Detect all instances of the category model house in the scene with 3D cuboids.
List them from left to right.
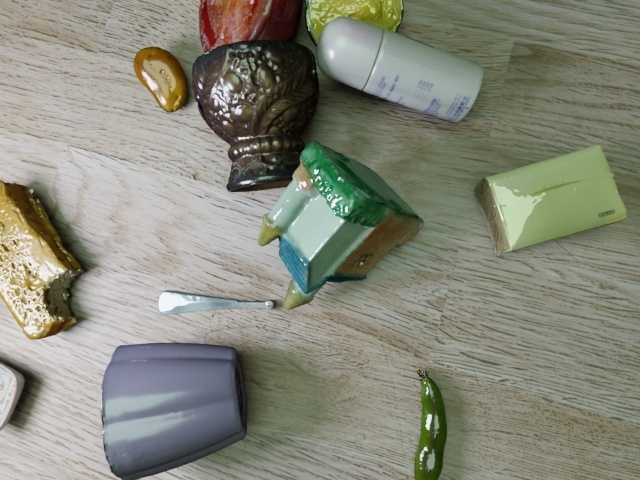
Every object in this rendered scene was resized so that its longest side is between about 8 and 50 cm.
[{"bbox_3d":[0.000,0.000,0.942,0.325,0.267,0.194,-52,58,18],"label":"model house"}]

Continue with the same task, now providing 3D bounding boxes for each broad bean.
[{"bbox_3d":[0.230,0.402,0.949,0.065,0.046,0.255,2,82,14],"label":"broad bean"}]

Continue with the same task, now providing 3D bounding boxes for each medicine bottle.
[{"bbox_3d":[0.156,-0.361,0.958,0.340,0.130,0.131,16,86,-7],"label":"medicine bottle"}]

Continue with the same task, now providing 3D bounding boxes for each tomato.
[{"bbox_3d":[-0.133,-0.526,1.040,0.308,0.170,0.309,0,90,43],"label":"tomato"}]

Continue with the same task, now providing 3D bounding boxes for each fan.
[{"bbox_3d":[-0.241,0.150,1.051,0.281,0.023,0.057,2,82,9],"label":"fan"}]

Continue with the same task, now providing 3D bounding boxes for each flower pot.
[{"bbox_3d":[-0.279,0.333,0.929,0.242,0.265,0.265,-6,83,-4],"label":"flower pot"},{"bbox_3d":[-0.123,-0.246,0.972,0.266,0.266,0.268,-6,94,7],"label":"flower pot"}]

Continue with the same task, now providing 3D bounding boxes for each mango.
[{"bbox_3d":[-0.375,-0.389,1.098,0.105,0.084,0.159,-32,102,3],"label":"mango"}]

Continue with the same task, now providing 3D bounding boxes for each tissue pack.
[{"bbox_3d":[0.461,-0.080,0.932,0.234,0.125,0.159,-16,82,5],"label":"tissue pack"}]

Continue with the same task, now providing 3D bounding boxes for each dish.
[{"bbox_3d":[-0.793,0.342,1.071,0.212,0.077,0.151,21,88,9],"label":"dish"}]

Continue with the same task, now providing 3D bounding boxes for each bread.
[{"bbox_3d":[-0.685,0.040,1.077,0.185,0.109,0.380,-37,82,-2],"label":"bread"}]

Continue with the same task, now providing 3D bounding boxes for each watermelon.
[{"bbox_3d":[0.063,-0.509,1.022,0.231,0.127,0.204,5,111,-3],"label":"watermelon"}]
